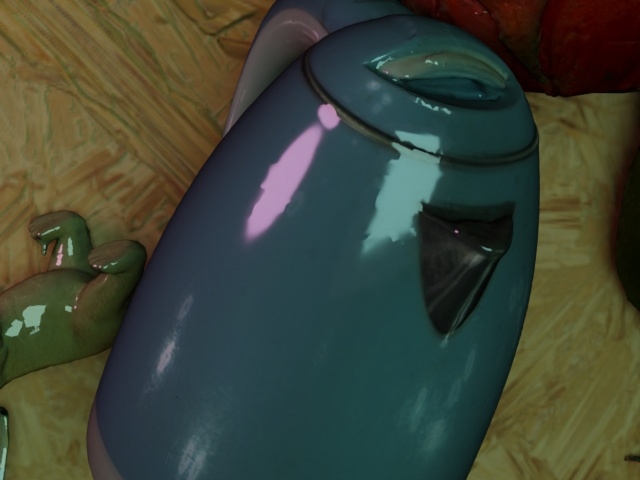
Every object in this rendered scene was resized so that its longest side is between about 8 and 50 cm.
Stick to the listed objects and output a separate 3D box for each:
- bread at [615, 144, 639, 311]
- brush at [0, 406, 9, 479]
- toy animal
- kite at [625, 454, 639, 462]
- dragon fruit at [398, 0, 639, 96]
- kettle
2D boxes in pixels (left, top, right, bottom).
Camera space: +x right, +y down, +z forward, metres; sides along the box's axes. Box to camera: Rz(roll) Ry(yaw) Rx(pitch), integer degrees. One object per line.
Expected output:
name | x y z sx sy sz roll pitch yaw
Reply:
bread | 0.417 -0.024 1.053 0.366 0.129 0.382 -42 103 -4
brush | -0.232 0.208 1.006 0.030 0.033 0.178 7 95 -18
toy animal | -0.220 0.063 0.972 0.219 0.103 0.101 -23 124 -11
kite | 0.332 0.163 1.070 0.159 0.190 0.010 37 47 -43
dragon fruit | 0.163 -0.242 0.904 0.296 0.295 0.301 -7 109 -10
kettle | 0.000 0.000 0.883 0.247 0.319 0.342 2 125 -30
